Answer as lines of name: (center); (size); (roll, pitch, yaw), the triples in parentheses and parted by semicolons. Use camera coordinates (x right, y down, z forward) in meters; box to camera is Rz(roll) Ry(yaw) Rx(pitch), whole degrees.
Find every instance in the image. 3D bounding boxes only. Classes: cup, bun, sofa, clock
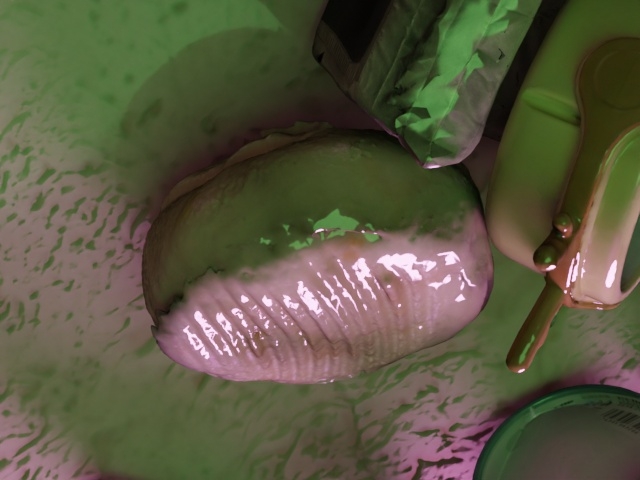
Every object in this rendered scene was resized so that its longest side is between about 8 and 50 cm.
cup: (0.211, 0.226, 1.235); (0.300, 0.167, 0.173); (-10, 130, 17)
bun: (0.000, 0.000, 1.086); (0.239, 0.141, 0.239); (-8, 156, -4)
sofa: (0.118, -0.148, 1.034); (0.176, 0.225, 0.210); (24, 100, -16)
clock: (0.182, -0.066, 1.028); (0.096, 0.308, 0.235); (24, 146, 16)

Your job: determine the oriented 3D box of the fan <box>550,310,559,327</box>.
fan: (0.195, 0.005, 1.229); (0.085, 0.005, 0.133); (16, 104, -20)
